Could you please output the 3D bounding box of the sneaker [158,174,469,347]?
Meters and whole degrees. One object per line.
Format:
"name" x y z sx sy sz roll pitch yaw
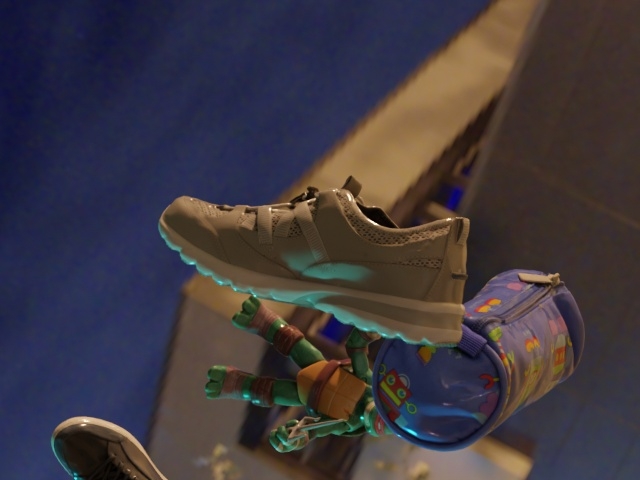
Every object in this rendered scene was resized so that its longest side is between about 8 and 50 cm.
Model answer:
"sneaker" 0.000 0.000 1.299 0.105 0.281 0.115 15 -89 -66

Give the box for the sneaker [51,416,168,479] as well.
"sneaker" -0.219 0.307 1.884 0.086 0.226 0.163 -47 19 2

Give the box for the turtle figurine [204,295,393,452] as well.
"turtle figurine" 0.003 0.148 1.623 0.175 0.234 0.118 -56 -34 -21

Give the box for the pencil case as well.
"pencil case" 0.155 0.101 1.463 0.133 0.119 0.306 -65 -18 17
